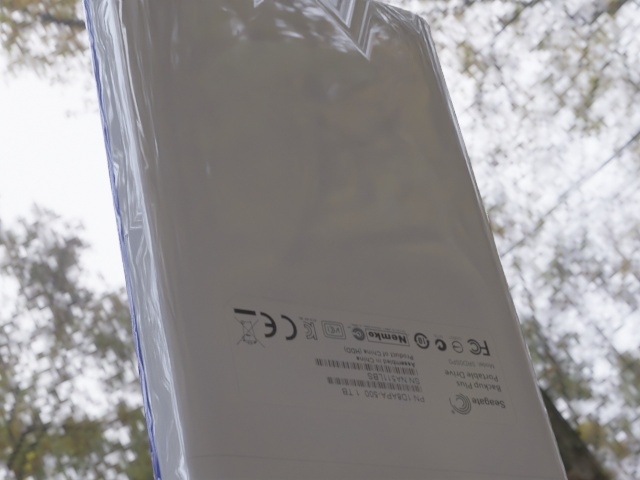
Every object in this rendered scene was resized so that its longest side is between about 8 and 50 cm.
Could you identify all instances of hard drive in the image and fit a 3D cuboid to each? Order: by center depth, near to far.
[{"bbox_3d":[0.000,0.000,0.690,0.210,0.318,0.040,10,-38,-33],"label":"hard drive"}]
